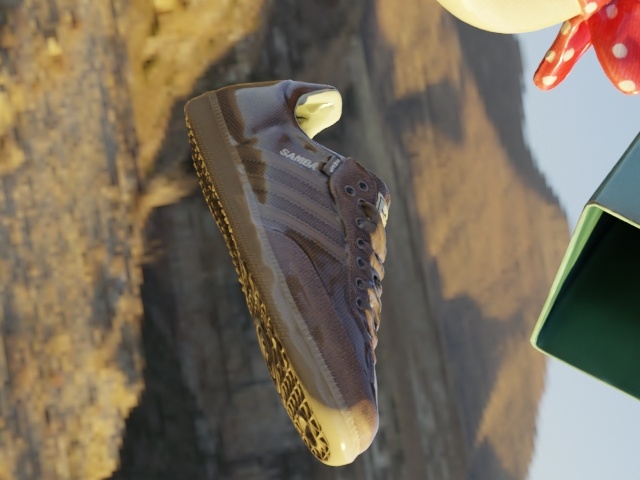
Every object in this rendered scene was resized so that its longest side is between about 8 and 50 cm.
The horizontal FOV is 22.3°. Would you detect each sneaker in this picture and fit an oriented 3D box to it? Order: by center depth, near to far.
[{"bbox_3d":[0.000,0.000,0.648,0.066,0.071,0.188,83,-13,-52],"label":"sneaker"}]

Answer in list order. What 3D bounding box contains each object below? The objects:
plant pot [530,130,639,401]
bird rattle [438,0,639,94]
[{"bbox_3d":[0.288,-0.014,1.167,0.234,0.165,0.165,-54,165,-37],"label":"plant pot"},{"bbox_3d":[0.125,-0.181,0.808,0.143,0.207,0.253,52,-38,34],"label":"bird rattle"}]
